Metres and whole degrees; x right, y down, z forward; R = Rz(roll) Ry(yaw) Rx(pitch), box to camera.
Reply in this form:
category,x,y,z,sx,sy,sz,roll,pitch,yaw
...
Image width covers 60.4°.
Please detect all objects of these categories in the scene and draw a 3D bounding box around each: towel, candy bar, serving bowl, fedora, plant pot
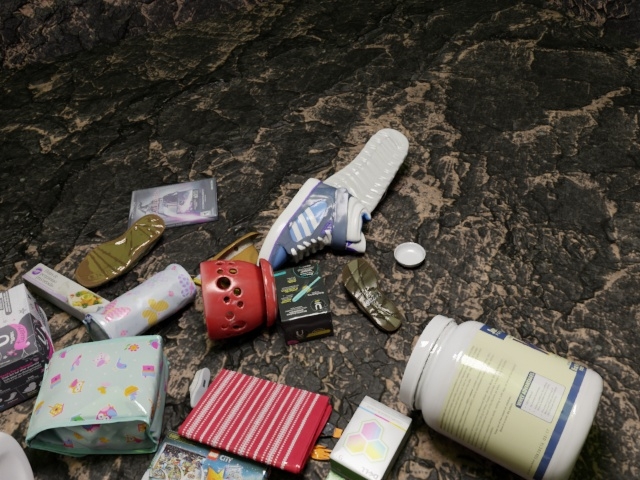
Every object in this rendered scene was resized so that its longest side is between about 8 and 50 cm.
category,x,y,z,sx,sy,sz,roll,pitch,yaw
towel,-0.132,0.376,1.164,0.275,0.031,0.199,11,32,17
candy bar,-0.275,0.124,1.477,0.161,0.018,0.040,18,46,24
serving bowl,0.242,0.044,1.494,0.083,0.027,0.083,-3,45,3
fedora,-0.226,0.056,1.473,0.194,0.194,0.079,-37,89,-28
plant pot,-0.197,0.138,1.339,0.174,0.191,0.191,-5,44,-10

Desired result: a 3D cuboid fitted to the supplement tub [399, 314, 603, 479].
category,x,y,z,sx,sy,sz,roll,pitch,yaw
supplement tub,0.343,0.300,1.071,0.325,0.235,0.235,23,51,26

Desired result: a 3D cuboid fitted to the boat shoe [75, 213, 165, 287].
category,x,y,z,sx,sy,sz,roll,pitch,yaw
boat shoe,-0.556,0.041,1.560,0.104,0.089,0.285,45,63,9

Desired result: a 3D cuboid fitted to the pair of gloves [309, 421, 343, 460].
category,x,y,z,sx,sy,sz,roll,pitch,yaw
pair of gloves,0.004,0.418,1.150,0.074,0.010,0.083,9,45,15

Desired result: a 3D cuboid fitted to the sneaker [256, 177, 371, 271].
category,x,y,z,sx,sy,sz,roll,pitch,yaw
sneaker,0.000,0.000,1.497,0.236,0.130,0.323,29,72,9

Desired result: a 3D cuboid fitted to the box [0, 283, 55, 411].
category,x,y,z,sx,sy,sz,roll,pitch,yaw
box,-0.741,0.249,1.314,0.163,0.142,0.247,-24,47,-17

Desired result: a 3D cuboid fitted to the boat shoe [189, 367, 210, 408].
category,x,y,z,sx,sy,sz,roll,pitch,yaw
boat shoe,-0.281,0.338,1.253,0.035,0.035,0.100,-19,42,27

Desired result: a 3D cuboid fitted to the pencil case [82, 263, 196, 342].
category,x,y,z,sx,sy,sz,roll,pitch,yaw
pencil case,-0.441,0.164,1.362,0.124,0.113,0.273,9,32,44

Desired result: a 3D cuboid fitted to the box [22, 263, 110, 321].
category,x,y,z,sx,sy,sz,roll,pitch,yaw
box,-0.655,0.154,1.457,0.324,0.067,0.063,21,49,26

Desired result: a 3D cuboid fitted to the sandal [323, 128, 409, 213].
category,x,y,z,sx,sy,sz,roll,pitch,yaw
sandal,0.126,-0.161,1.666,0.169,0.102,0.416,41,76,16

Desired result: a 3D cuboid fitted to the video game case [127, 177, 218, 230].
category,x,y,z,sx,sy,sz,roll,pitch,yaw
video game case,-0.462,-0.111,1.736,0.274,0.026,0.196,-9,44,-4

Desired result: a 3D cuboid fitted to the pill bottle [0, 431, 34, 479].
category,x,y,z,sx,sy,sz,roll,pitch,yaw
pill bottle,-0.760,0.515,0.982,0.408,0.229,0.229,-16,45,-10

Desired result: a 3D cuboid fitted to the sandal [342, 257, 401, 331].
category,x,y,z,sx,sy,sz,roll,pitch,yaw
sandal,0.127,0.142,1.391,0.090,0.060,0.219,-30,63,-15

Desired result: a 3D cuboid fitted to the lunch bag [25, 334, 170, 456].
category,x,y,z,sx,sy,sz,roll,pitch,yaw
lunch bag,-0.476,0.335,1.187,0.262,0.160,0.223,-3,45,-5

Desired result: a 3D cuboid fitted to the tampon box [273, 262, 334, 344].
category,x,y,z,sx,sy,sz,roll,pitch,yaw
tampon box,-0.043,0.156,1.359,0.120,0.101,0.161,-11,45,-4

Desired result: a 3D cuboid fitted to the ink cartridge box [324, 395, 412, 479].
category,x,y,z,sx,sy,sz,roll,pitch,yaw
ink cartridge box,0.088,0.427,1.094,0.109,0.062,0.209,22,51,25

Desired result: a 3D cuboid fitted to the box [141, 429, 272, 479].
category,x,y,z,sx,sy,sz,roll,pitch,yaw
box,-0.233,0.485,1.084,0.233,0.044,0.159,11,46,17
